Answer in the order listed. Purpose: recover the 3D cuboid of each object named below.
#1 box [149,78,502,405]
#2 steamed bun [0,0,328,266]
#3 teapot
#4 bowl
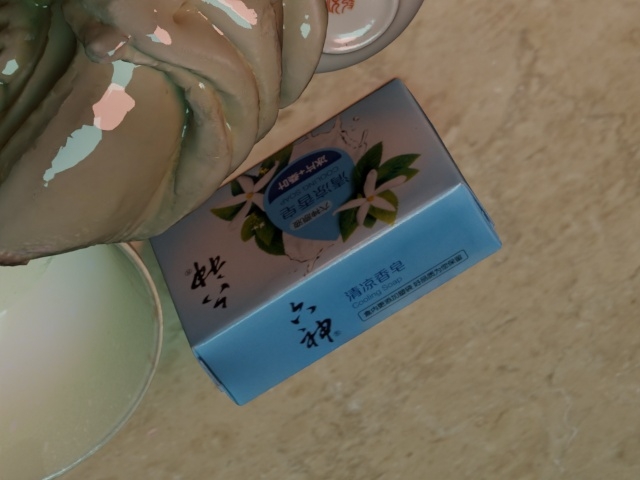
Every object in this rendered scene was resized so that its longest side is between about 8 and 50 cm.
[{"bbox_3d":[0.000,0.000,1.407,0.232,0.142,0.083,-30,132,4],"label":"box"},{"bbox_3d":[-0.110,-0.136,1.137,0.219,0.324,0.310,22,125,-35],"label":"steamed bun"},{"bbox_3d":[-0.006,-0.176,1.300,0.159,0.116,0.245,16,126,-47],"label":"teapot"},{"bbox_3d":[-0.259,0.043,1.335,0.277,0.145,0.277,-12,132,-14],"label":"bowl"}]
